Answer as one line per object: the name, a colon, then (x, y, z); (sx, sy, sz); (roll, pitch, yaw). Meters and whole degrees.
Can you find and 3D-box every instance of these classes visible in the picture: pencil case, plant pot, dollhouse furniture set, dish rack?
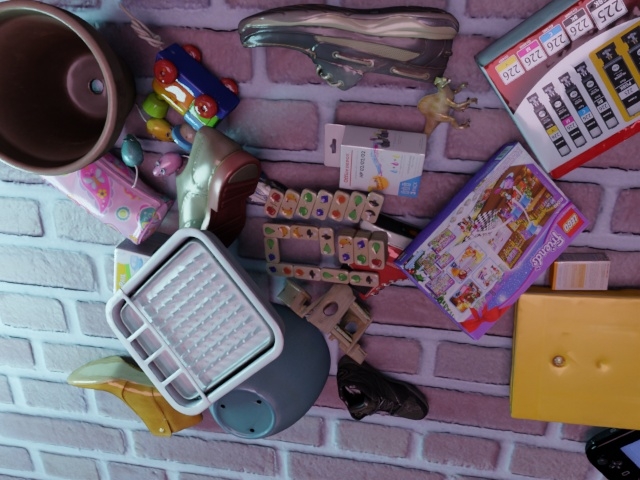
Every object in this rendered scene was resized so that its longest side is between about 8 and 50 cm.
pencil case: (-0.432, -0.116, 1.071); (0.284, 0.124, 0.124); (39, 116, -8)
plant pot: (-0.136, 0.304, 1.175); (0.290, 0.195, 0.290); (4, 115, 9)
dollhouse furniture set: (0.026, 0.150, 1.160); (0.101, 0.161, 0.182); (-51, 141, -10)
plant pot: (-0.425, -0.259, 0.932); (0.263, 0.229, 0.263); (2, 108, 5)
dish rack: (-0.232, 0.151, 1.036); (0.333, 0.072, 0.286); (-39, 88, 30)

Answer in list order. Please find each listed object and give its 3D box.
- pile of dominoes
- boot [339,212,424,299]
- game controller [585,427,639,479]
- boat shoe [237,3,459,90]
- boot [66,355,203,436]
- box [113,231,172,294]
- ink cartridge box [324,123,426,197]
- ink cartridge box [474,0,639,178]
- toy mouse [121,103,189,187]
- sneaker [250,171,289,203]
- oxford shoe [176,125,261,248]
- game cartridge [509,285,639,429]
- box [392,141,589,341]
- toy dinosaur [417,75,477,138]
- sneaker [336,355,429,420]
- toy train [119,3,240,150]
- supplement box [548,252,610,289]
pile of dominoes: (0.000, 0.000, 1.028); (0.251, 0.040, 0.196); (5, 118, 18)
boot: (0.167, 0.064, 1.072); (0.244, 0.088, 0.176); (23, 121, 4)
game controller: (0.724, 0.411, 1.139); (0.319, 0.067, 0.166); (-38, 103, 24)
boat shoe: (0.039, -0.308, 0.887); (0.355, 0.132, 0.130); (5, 118, 9)
boot: (-0.446, 0.387, 1.323); (0.295, 0.104, 0.211); (-8, 113, 9)
box: (-0.366, 0.093, 1.168); (0.114, 0.103, 0.203); (14, 117, 4)
ink cartridge box: (0.091, -0.142, 0.977); (0.181, 0.062, 0.104); (8, 139, 7)
ink cartridge box: (0.446, -0.256, 0.838); (0.309, 0.130, 0.272); (-33, 107, 22)
toy mouse: (-0.319, -0.163, 1.033); (0.161, 0.031, 0.143); (31, 77, -7)
sneaker: (-0.126, -0.101, 1.062); (0.135, 0.052, 0.058); (36, 120, -7)
oxford shoe: (-0.219, -0.070, 1.055); (0.130, 0.123, 0.348); (47, 133, 15)
game cartridge: (0.544, 0.230, 1.067); (0.323, 0.053, 0.285); (1, 108, 13)
box: (0.300, 0.003, 0.965); (0.201, 0.057, 0.293); (44, 90, -11)
toy dinosaur: (0.210, -0.221, 0.939); (0.092, 0.053, 0.183); (4, 148, -3)
sneaker: (0.131, 0.352, 1.187); (0.227, 0.130, 0.087); (32, 118, -8)
toy train: (-0.280, -0.283, 0.984); (0.248, 0.105, 0.143); (40, 129, -9)
supplement box: (0.486, 0.059, 1.031); (0.098, 0.036, 0.062); (0, 115, 11)
